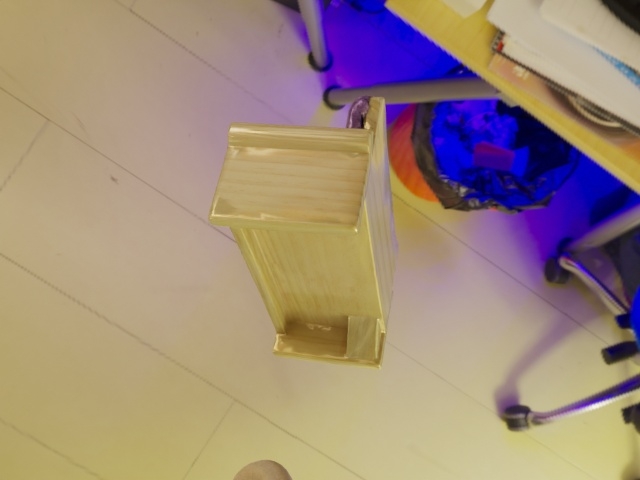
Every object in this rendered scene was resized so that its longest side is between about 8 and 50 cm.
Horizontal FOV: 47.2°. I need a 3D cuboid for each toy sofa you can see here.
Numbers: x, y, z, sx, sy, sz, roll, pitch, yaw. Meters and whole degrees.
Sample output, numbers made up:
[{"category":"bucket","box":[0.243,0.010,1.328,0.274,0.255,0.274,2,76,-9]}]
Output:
[{"category":"toy sofa","box":[0.000,0.000,0.855,0.150,0.362,0.177,5,60,12]}]

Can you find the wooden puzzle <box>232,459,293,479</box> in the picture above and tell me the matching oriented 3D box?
[{"category":"wooden puzzle","box":[0.088,0.273,0.314,0.081,0.348,0.322,-28,101,-16]}]
